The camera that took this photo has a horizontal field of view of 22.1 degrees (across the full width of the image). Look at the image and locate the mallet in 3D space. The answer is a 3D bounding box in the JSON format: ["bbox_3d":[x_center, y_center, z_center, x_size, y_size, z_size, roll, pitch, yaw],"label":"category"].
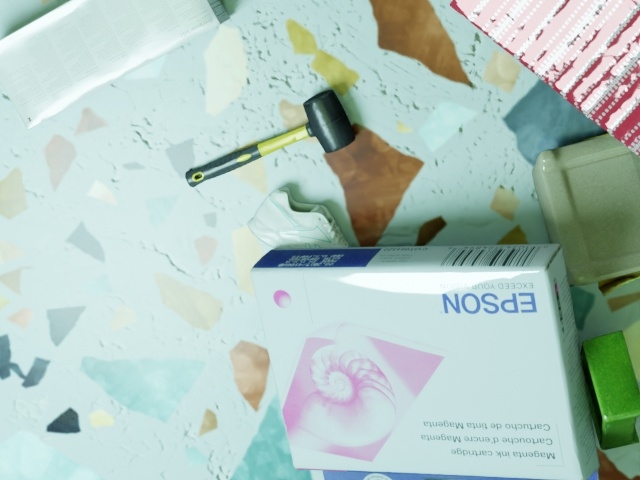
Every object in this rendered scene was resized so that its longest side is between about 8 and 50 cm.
[{"bbox_3d":[-0.060,-0.106,1.723,0.190,0.039,0.062,-14,103,15],"label":"mallet"}]

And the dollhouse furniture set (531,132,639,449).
[{"bbox_3d":[0.346,0.038,1.684,0.198,0.151,0.301,-14,73,5],"label":"dollhouse furniture set"}]

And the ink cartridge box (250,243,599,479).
[{"bbox_3d":[0.111,0.164,1.679,0.324,0.071,0.330,-2,112,26],"label":"ink cartridge box"}]

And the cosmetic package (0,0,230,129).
[{"bbox_3d":[-0.222,-0.214,1.702,0.239,0.060,0.099,-26,97,14],"label":"cosmetic package"}]

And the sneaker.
[{"bbox_3d":[0.000,0.000,1.730,0.152,0.053,0.061,31,103,0],"label":"sneaker"}]

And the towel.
[{"bbox_3d":[0.278,-0.223,1.587,0.275,0.031,0.199,40,125,4],"label":"towel"}]
